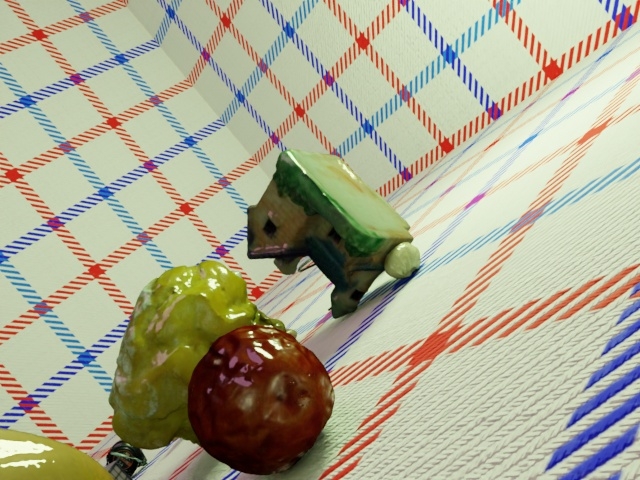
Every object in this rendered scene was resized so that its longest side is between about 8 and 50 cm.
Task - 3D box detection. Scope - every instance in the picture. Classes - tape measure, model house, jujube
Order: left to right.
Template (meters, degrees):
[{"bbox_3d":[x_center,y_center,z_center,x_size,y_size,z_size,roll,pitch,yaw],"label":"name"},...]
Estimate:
[{"bbox_3d":[-0.490,0.550,1.539,0.091,0.094,0.054,-41,5,-8],"label":"tape measure"},{"bbox_3d":[-0.091,0.214,0.836,0.197,0.197,0.290,-41,4,-21],"label":"jujube"},{"bbox_3d":[0.000,0.000,1.361,0.245,0.312,0.280,-4,-45,-54],"label":"model house"}]

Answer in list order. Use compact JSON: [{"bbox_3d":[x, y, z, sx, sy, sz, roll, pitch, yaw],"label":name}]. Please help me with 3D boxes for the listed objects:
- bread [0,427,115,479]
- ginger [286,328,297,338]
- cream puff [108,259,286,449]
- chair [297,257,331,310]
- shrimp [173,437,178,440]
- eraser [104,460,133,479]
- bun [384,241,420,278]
[{"bbox_3d":[-0.334,0.355,0.528,0.253,0.347,0.376,-17,13,18],"label":"bread"},{"bbox_3d":[-0.116,0.278,1.427,0.149,0.065,0.259,-20,10,40],"label":"ginger"},{"bbox_3d":[-0.203,0.225,1.151,0.378,0.276,0.378,14,-90,-81],"label":"cream puff"},{"bbox_3d":[0.081,0.057,1.536,0.221,0.140,0.145,-32,8,43],"label":"chair"},{"bbox_3d":[-0.310,0.449,1.512,0.095,0.045,0.162,-13,11,30],"label":"shrimp"},{"bbox_3d":[-0.355,0.466,0.940,0.086,0.130,0.287,-36,2,2],"label":"eraser"},{"bbox_3d":[0.174,0.046,1.263,0.086,0.055,0.086,-30,-40,-30],"label":"bun"}]
